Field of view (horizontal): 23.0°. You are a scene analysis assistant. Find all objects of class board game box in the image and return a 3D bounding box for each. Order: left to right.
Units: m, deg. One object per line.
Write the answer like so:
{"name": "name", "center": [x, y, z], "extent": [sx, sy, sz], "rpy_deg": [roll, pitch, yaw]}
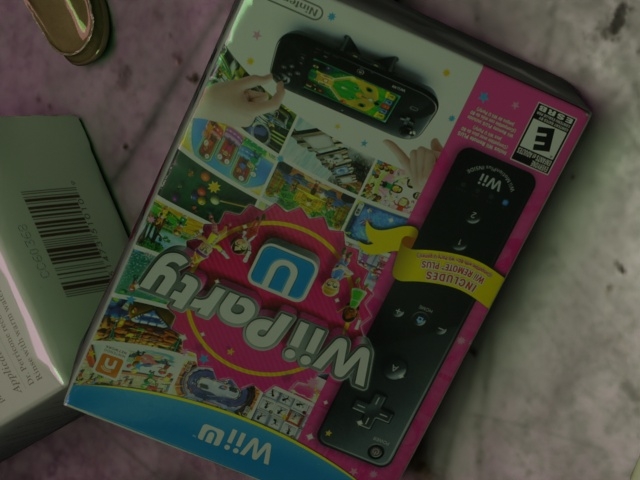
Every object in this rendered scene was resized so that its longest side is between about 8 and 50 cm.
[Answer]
{"name": "board game box", "center": [0.000, 0.000, 0.992], "extent": [0.224, 0.097, 0.303], "rpy_deg": [22, 108, -10]}

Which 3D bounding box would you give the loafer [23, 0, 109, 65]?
{"name": "loafer", "center": [-0.204, -0.198, 1.164], "extent": [0.056, 0.050, 0.148], "rpy_deg": [-29, 81, 26]}

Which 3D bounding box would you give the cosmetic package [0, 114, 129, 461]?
{"name": "cosmetic package", "center": [-0.323, 0.086, 1.192], "extent": [0.385, 0.156, 0.217], "rpy_deg": [-28, 81, 27]}

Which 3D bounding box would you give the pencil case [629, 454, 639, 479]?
{"name": "pencil case", "center": [0.354, 0.232, 0.835], "extent": [0.410, 0.183, 0.160], "rpy_deg": [34, 94, 22]}
